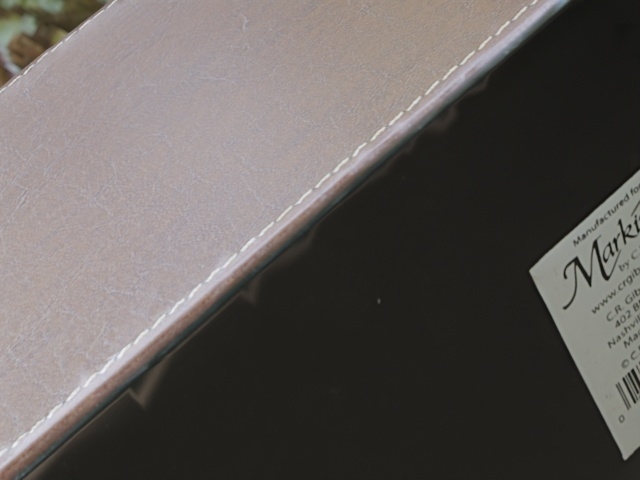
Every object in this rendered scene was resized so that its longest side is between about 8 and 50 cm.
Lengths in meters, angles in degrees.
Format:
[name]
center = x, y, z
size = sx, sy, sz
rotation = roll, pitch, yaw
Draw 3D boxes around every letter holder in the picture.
[letter holder]
center = 0.000, 0.000, 0.535
size = 0.302, 0.152, 0.214
rotation = -41, 32, -15
